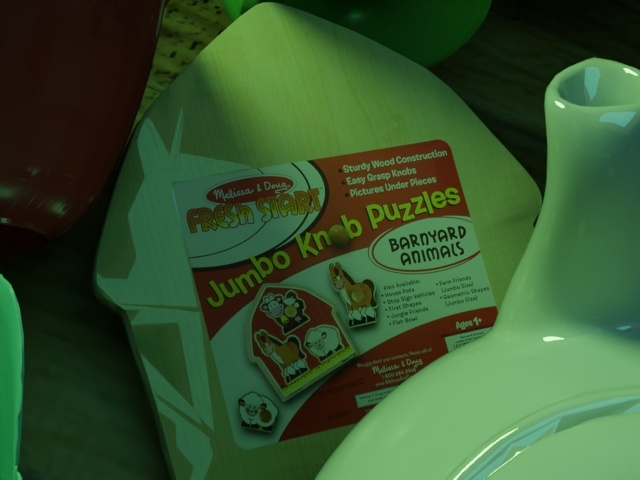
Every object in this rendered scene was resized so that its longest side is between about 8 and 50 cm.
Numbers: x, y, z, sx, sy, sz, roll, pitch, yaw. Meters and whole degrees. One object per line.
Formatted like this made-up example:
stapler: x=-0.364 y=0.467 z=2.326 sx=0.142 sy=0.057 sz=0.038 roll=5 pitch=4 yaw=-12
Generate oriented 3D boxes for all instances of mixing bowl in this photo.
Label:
mixing bowl: x=-0.141 y=-0.046 z=0.538 sx=0.181 sy=0.181 sz=0.098 roll=-2 pitch=79 yaw=-15

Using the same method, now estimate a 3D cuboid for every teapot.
teapot: x=0.093 y=0.131 z=0.417 sx=0.256 sy=0.187 sz=0.252 roll=39 pitch=81 yaw=13

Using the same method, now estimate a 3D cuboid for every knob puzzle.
knob puzzle: x=0.000 y=0.000 z=0.593 sx=0.213 sy=0.030 sz=0.213 roll=6 pitch=73 yaw=-19

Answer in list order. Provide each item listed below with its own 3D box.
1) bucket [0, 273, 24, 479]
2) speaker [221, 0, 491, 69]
bucket: x=-0.216 y=0.081 z=0.413 sx=0.281 sy=0.183 sz=0.281 roll=6 pitch=56 yaw=-9
speaker: x=-0.002 y=-0.219 z=0.697 sx=0.131 sy=0.131 sz=0.296 roll=-1 pitch=58 yaw=-14
